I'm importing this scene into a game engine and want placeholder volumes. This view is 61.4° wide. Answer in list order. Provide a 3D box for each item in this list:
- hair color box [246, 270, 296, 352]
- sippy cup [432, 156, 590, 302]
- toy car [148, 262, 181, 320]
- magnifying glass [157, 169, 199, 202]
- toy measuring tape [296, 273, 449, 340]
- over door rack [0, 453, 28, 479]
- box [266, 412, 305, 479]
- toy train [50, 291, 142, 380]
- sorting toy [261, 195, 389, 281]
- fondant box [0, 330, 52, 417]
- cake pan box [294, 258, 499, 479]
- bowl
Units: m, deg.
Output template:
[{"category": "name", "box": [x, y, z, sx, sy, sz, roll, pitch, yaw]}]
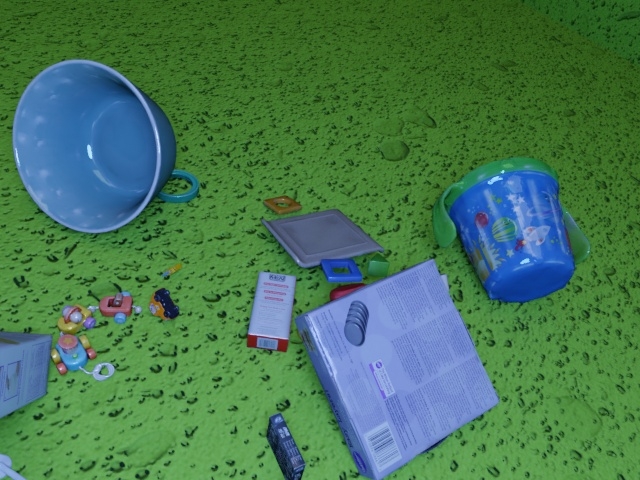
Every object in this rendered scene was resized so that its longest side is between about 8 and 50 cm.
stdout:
[{"category": "hair color box", "box": [-0.085, 0.124, 0.951, 0.072, 0.043, 0.141, 9, 45, -3]}, {"category": "sippy cup", "box": [0.383, -0.006, 1.067, 0.306, 0.240, 0.224, -13, 55, 9]}, {"category": "toy car", "box": [-0.270, 0.096, 0.960, 0.041, 0.060, 0.122, -29, 20, 20]}, {"category": "magnifying glass", "box": [-0.376, -0.135, 1.166, 0.231, 0.026, 0.092, 14, 44, 3]}, {"category": "toy measuring tape", "box": [0.116, 0.118, 0.942, 0.330, 0.121, 0.121, -14, 50, -23]}, {"category": "over door rack", "box": [-0.264, 0.369, 0.498, 0.108, 0.324, 0.239, -21, 33, 30]}, {"category": "box", "box": [-0.051, 0.298, 0.765, 0.018, 0.067, 0.083, -15, 49, -25]}, {"category": "toy train", "box": [-0.367, 0.141, 0.873, 0.125, 0.046, 0.166, 5, 44, -6]}, {"category": "sorting toy", "box": [0.000, 0.000, 1.075, 0.196, 0.047, 0.347, -8, 32, -27]}, {"category": "fondant box", "box": [-0.502, 0.162, 0.638, 0.238, 0.330, 0.096, 5, 85, -7]}, {"category": "cake pan box", "box": [0.122, 0.190, 0.823, 0.246, 0.070, 0.266, -23, 85, -24]}, {"category": "bowl", "box": [-0.408, -0.181, 1.044, 0.312, 0.311, 0.163, 21, 16, 10]}]
